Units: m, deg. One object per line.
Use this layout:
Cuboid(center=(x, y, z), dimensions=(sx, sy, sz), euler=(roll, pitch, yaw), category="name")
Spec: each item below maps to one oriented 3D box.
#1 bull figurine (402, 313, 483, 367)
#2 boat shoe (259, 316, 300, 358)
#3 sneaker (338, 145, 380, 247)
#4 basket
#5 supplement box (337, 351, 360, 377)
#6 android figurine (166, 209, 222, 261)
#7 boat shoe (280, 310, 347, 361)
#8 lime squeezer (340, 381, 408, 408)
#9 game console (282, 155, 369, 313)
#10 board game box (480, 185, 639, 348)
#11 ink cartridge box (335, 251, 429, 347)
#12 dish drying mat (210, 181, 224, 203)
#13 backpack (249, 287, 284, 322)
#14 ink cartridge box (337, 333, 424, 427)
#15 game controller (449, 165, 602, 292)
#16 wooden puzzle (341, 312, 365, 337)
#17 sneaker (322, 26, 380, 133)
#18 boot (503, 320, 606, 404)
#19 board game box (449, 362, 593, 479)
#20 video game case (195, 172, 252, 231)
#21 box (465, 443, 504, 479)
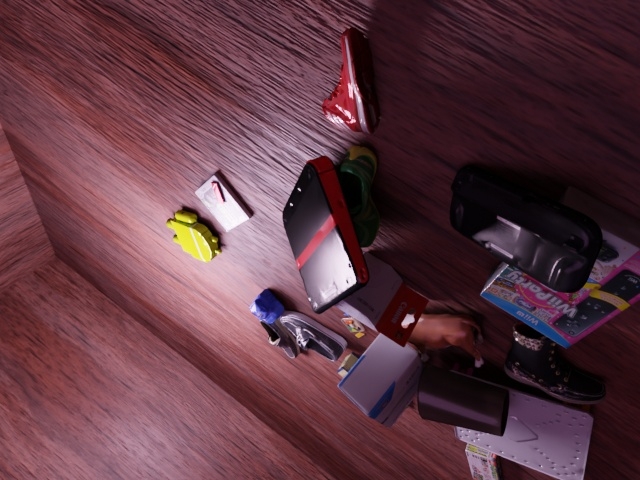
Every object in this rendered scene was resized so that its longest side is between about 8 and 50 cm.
Cuboid(center=(0.331, 0.276, 1.207), dimensions=(0.311, 0.101, 0.188), euler=(-7, 128, 50), category="bull figurine")
Cuboid(center=(-0.183, 0.415, 1.770), dimensions=(0.103, 0.092, 0.285), euler=(2, 126, 41), category="boat shoe")
Cuboid(center=(0.083, -0.094, 1.049), dimensions=(0.110, 0.123, 0.295), euler=(16, 135, 28), category="sneaker")
Cuboid(center=(0.423, 0.474, 1.203), dimensions=(0.227, 0.154, 0.204), euler=(4, 134, 34), category="basket")
Cuboid(center=(0.125, 0.502, 1.602), dimensions=(0.083, 0.083, 0.056), euler=(39, 141, 4), category="supplement box")
Cuboid(center=(-0.517, -0.010, 1.683), dimensions=(0.273, 0.056, 0.248), euler=(15, 134, 30), category="android figurine")
Cuboid(center=(-0.047, 0.383, 1.619), dimensions=(0.301, 0.102, 0.108), euler=(25, 138, 20), category="boat shoe")
Cuboid(center=(0.233, 0.559, 1.556), dimensions=(0.311, 0.058, 0.110), euler=(24, 138, -17), category="lime squeezer")
Cuboid(center=(0.000, 0.000, 1.087), dimensions=(0.386, 0.060, 0.341), euler=(128, 124, -64), category="game console")
Cuboid(center=(0.521, 0.068, 0.857), dimensions=(0.224, 0.097, 0.303), euler=(33, 141, 13), category="board game box")
Cuboid(center=(0.177, 0.160, 1.157), dimensions=(0.233, 0.189, 0.066), euler=(28, 144, 17), category="ink cartridge box")
Cuboid(center=(-0.355, -0.163, 1.408), dimensions=(0.032, 0.008, 0.083), euler=(13, 133, 30), category="dish drying mat")
Cuboid(center=(-0.218, 0.277, 1.653), dimensions=(0.120, 0.101, 0.098), euler=(42, 131, 4), category="backpack")
Cuboid(center=(0.208, 0.436, 1.270), dimensions=(0.129, 0.223, 0.307), euler=(34, 167, 33), category="ink cartridge box")
Cuboid(center=(0.382, -0.029, 0.813), dimensions=(0.319, 0.067, 0.166), euler=(44, 156, 46), category="game controller")
Cuboid(center=(0.118, 0.309, 1.483), dimensions=(0.116, 0.014, 0.079), euler=(48, 141, -7), category="wooden puzzle")
Cuboid(center=(0.045, -0.335, 0.887), dimensions=(0.128, 0.087, 0.221), euler=(9, 130, 32), category="sneaker")
Cuboid(center=(0.593, 0.307, 1.029), dimensions=(0.237, 0.085, 0.178), euler=(13, 131, 32), category="boot")
Cuboid(center=(0.614, 0.575, 1.289), dimensions=(0.390, 0.050, 0.389), euler=(8, 131, 35), category="board game box")
Cuboid(center=(-0.349, -0.130, 1.457), dimensions=(0.173, 0.022, 0.190), euler=(-22, 110, 49), category="video game case")
Cuboid(center=(0.627, 0.862, 1.556), dimensions=(0.114, 0.036, 0.206), euler=(4, 128, 37), category="box")
